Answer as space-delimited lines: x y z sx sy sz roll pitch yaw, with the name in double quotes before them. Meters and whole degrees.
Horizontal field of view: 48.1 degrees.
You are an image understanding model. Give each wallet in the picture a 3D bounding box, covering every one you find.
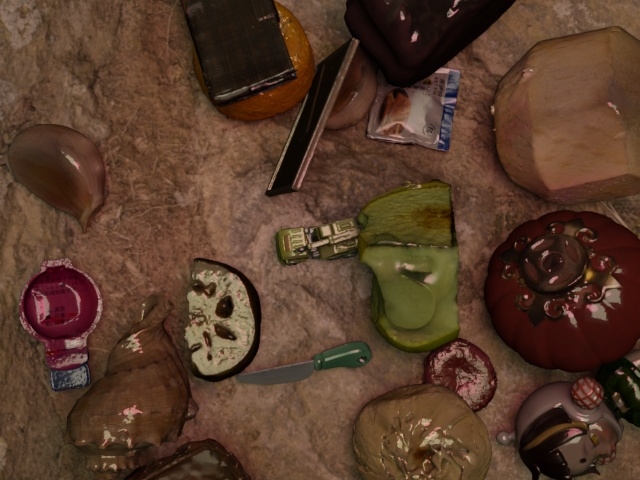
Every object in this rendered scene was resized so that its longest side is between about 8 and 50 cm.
"wallet" -0.162 -0.406 1.327 0.169 0.044 0.317 -19 71 1

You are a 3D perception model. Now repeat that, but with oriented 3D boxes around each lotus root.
"lotus root" -0.179 0.145 1.332 0.138 0.119 0.235 -3 83 -4

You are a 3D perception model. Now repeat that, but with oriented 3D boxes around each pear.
"pear" 0.166 0.066 1.321 0.176 0.286 0.282 -3 119 10

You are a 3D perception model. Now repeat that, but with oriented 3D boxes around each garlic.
"garlic" -0.521 -0.157 1.359 0.266 0.128 0.148 29 71 10
"garlic" 0.060 -0.298 1.410 0.101 0.087 0.196 21 84 14

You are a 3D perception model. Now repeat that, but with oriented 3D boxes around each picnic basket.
"picnic basket" -0.237 0.488 1.201 0.291 0.321 0.254 -31 84 -8

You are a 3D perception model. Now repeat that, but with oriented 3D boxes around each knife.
"knife" -0.030 0.243 1.370 0.260 0.063 0.035 -13 46 -4

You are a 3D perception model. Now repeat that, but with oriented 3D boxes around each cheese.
"cheese" -0.479 0.155 1.339 0.155 0.062 0.244 -9 86 -4

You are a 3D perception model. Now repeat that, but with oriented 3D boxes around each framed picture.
"framed picture" -0.021 -0.219 1.333 0.016 0.213 0.289 23 83 -16

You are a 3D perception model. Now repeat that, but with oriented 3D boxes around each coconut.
"coconut" 0.511 -0.233 1.329 0.352 0.352 0.353 0 85 -4

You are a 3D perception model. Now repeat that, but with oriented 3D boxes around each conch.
"conch" -0.317 0.266 1.257 0.186 0.263 0.324 39 66 -20

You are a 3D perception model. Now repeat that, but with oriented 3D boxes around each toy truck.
"toy truck" 0.000 0.000 1.368 0.169 0.100 0.077 -6 83 -5

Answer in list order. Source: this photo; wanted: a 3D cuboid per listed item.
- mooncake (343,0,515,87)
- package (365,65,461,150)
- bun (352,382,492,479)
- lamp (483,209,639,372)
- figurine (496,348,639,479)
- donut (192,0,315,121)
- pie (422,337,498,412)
"mooncake" 0.222 -0.456 1.295 0.381 0.350 0.212 -38 80 -7
"package" 0.187 -0.275 1.444 0.173 0.027 0.171 9 84 2
"bun" 0.187 0.391 1.303 0.259 0.152 0.259 0 91 1
"lamp" 0.451 0.090 1.307 0.303 0.257 0.303 -16 55 25
"figurine" 0.511 0.310 1.331 0.370 0.167 0.281 -33 132 -2
"donut" -0.133 -0.356 1.393 0.253 0.118 0.253 -1 72 4
"pie" 0.270 0.267 1.392 0.153 0.038 0.154 0 87 -4
